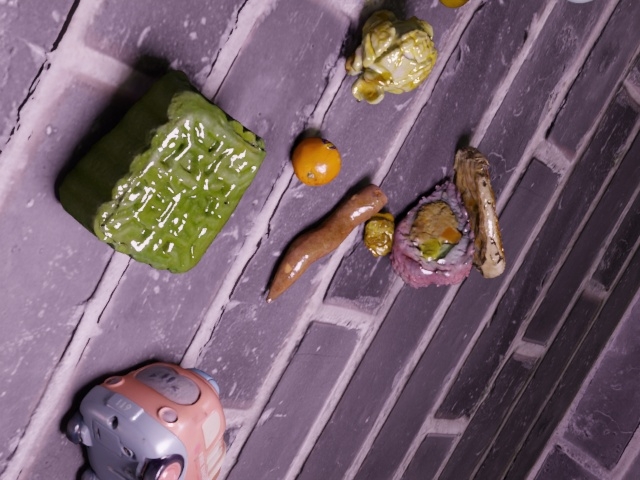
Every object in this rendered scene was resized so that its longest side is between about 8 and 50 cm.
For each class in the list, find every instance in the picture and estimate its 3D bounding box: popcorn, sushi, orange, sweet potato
[{"bbox_3d":[0.118,-0.295,1.462,0.135,0.141,0.162,27,65,-24],"label":"popcorn"},{"bbox_3d":[0.210,-0.010,1.811,0.161,0.241,0.107,-4,143,-5],"label":"sushi"},{"bbox_3d":[-0.007,-0.127,1.488,0.083,0.083,0.083,-31,138,-33],"label":"orange"},{"bbox_3d":[0.000,0.000,1.618,0.281,0.059,0.067,-40,177,-18],"label":"sweet potato"}]

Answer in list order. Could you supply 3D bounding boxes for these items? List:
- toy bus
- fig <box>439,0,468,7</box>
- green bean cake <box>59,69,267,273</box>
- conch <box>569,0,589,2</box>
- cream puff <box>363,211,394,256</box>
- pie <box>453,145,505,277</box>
[{"bbox_3d":[-0.250,0.323,1.460,0.232,0.194,0.287,-38,141,-39],"label":"toy bus"},{"bbox_3d":[0.219,-0.434,1.534,0.088,0.074,0.074,23,99,-34],"label":"fig"},{"bbox_3d":[-0.203,-0.090,1.239,0.248,0.125,0.222,-57,145,0],"label":"green bean cake"},{"bbox_3d":[0.535,-0.577,1.789,0.185,0.121,0.221,-56,156,-61],"label":"conch"},{"bbox_3d":[0.111,-0.013,1.750,0.058,0.083,0.083,8,133,-6],"label":"cream puff"},{"bbox_3d":[0.314,-0.056,1.823,0.055,0.274,0.274,-11,135,0],"label":"pie"}]
